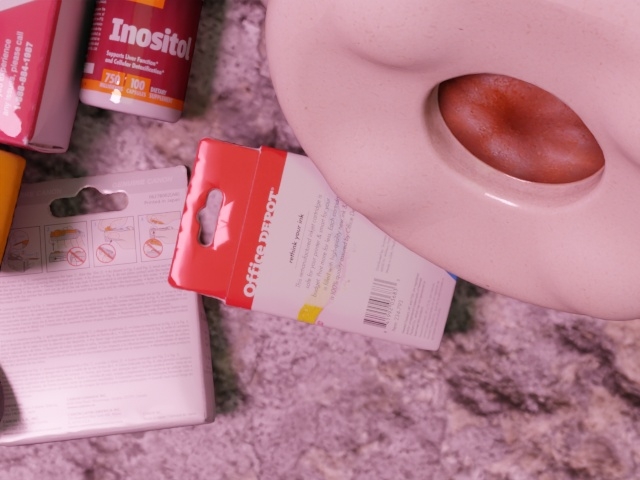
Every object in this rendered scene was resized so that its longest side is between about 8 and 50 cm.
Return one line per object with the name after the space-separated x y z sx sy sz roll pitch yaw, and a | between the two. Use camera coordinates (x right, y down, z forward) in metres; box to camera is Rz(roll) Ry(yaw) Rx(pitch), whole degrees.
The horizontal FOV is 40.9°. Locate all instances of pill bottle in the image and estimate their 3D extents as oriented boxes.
-0.143 -0.179 0.703 0.086 0.086 0.152 11 95 -3 | pill bottle

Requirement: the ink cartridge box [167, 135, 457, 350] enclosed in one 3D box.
0.000 0.000 0.727 0.230 0.078 0.134 14 94 -3 | ink cartridge box

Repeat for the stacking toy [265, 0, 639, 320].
0.214 -0.217 0.606 0.350 0.350 0.480 34 65 -4 | stacking toy

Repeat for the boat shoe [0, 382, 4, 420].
-0.395 0.070 0.700 0.320 0.118 0.103 37 108 6 | boat shoe

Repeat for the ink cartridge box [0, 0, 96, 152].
-0.338 -0.211 0.673 0.306 0.131 0.226 12 95 -4 | ink cartridge box

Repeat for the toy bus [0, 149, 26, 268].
-0.394 -0.053 0.619 0.332 0.130 0.108 14 88 -22 | toy bus

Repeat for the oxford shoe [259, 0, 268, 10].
0.059 -0.369 0.668 0.130 0.169 0.450 31 93 32 | oxford shoe

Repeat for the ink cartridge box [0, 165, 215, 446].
-0.193 0.057 0.753 0.180 0.056 0.225 -6 77 -1 | ink cartridge box
